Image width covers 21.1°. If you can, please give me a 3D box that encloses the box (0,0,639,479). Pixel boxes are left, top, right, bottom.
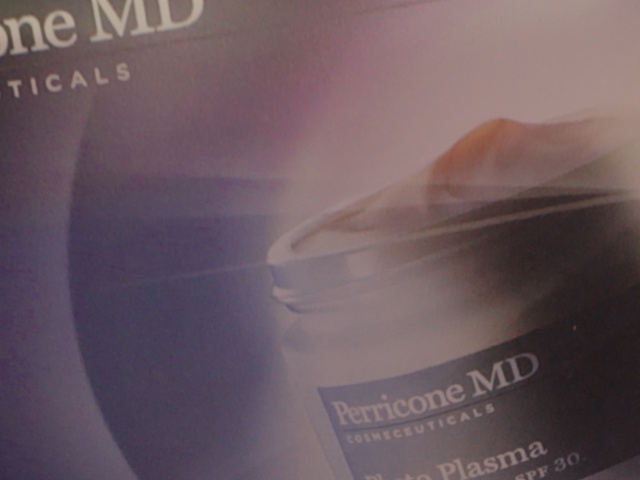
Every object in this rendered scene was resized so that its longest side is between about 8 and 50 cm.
[{"bbox_3d":[0.000,0.000,0.546,0.296,0.183,0.294,-11,121,-6],"label":"box"}]
